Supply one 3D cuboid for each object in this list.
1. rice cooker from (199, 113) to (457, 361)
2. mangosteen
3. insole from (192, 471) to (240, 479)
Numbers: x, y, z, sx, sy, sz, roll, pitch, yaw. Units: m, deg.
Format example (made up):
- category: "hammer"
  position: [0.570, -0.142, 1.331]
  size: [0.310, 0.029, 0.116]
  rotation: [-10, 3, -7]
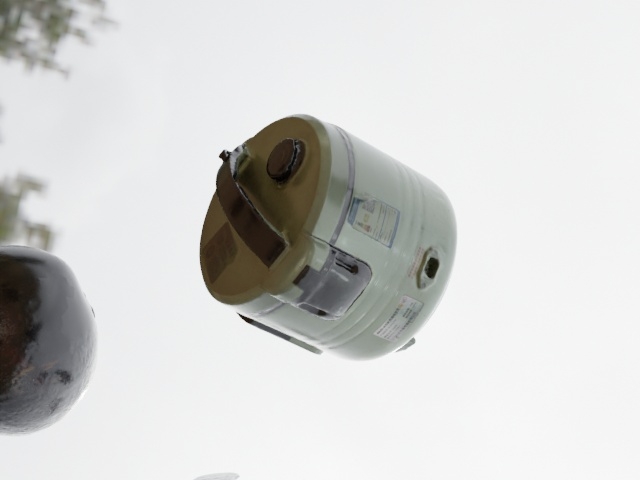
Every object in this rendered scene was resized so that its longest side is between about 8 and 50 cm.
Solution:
- category: "rice cooker"
  position: [0.000, 0.000, 1.933]
  size: [0.226, 0.244, 0.226]
  rotation: [-33, -138, 36]
- category: "mangosteen"
  position: [-0.448, 0.145, 2.551]
  size: [0.275, 0.302, 0.275]
  rotation: [52, -28, 43]
- category: "insole"
  position: [-0.136, 0.316, 2.504]
  size: [0.197, 0.065, 0.004]
  rotation: [168, -85, -85]
